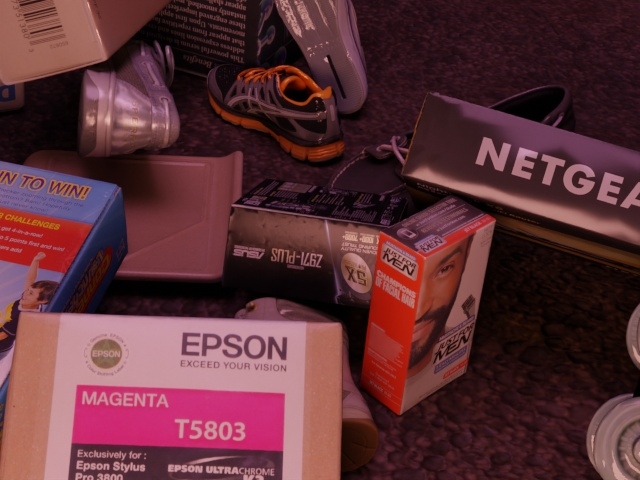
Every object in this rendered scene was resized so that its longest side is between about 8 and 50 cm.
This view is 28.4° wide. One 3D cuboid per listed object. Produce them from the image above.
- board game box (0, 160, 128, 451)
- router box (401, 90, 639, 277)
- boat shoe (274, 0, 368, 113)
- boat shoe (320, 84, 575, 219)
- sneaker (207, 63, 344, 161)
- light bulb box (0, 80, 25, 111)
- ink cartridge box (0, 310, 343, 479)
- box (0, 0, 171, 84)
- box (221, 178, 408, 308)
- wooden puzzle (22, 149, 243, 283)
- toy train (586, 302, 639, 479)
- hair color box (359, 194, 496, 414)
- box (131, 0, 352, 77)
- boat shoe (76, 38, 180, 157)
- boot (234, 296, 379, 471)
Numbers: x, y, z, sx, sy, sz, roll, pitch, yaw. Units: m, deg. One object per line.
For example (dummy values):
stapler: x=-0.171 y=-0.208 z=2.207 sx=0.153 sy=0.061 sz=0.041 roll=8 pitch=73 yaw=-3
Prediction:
board game box: x=-0.357 y=0.053 z=1.040 sx=0.308 sy=0.086 sz=0.302 roll=12 pitch=46 yaw=11
router box: x=0.237 y=-0.035 z=1.159 sx=0.309 sy=0.081 sz=0.243 roll=17 pitch=-3 yaw=9
boat shoe: x=0.000 y=-0.262 z=1.511 sx=0.083 sy=0.226 sz=0.076 roll=-11 pitch=19 yaw=14
boat shoe: x=0.138 y=-0.098 z=1.371 sx=0.335 sy=0.095 sz=0.112 roll=-17 pitch=39 yaw=-29
sneaker: x=-0.050 y=-0.168 z=1.468 sx=0.215 sy=0.083 sz=0.084 roll=29 pitch=42 yaw=35
light bulb box: x=-0.505 y=-0.366 z=1.461 sx=0.225 sy=0.361 sz=0.358 roll=-13 pitch=37 yaw=-26
ink cartridge box: x=-0.102 y=0.154 z=0.893 sx=0.235 sy=0.088 sz=0.193 roll=2 pitch=70 yaw=-3
box: x=-0.255 y=-0.289 z=1.359 sx=0.121 sy=0.148 sz=0.311 roll=-11 pitch=23 yaw=15
box: x=0.000 y=0.000 z=1.170 sx=0.147 sy=0.077 sz=0.180 roll=8 pitch=11 yaw=5
wooden puzzle: x=-0.198 y=-0.021 z=1.272 sx=0.239 sy=0.044 sz=0.221 roll=-2 pitch=34 yaw=-1
toy train: x=0.324 y=0.091 z=0.939 sx=0.190 sy=0.334 sz=0.142 roll=21 pitch=-3 yaw=11
hair color box: x=0.089 y=0.055 z=1.069 sx=0.093 sy=0.167 sz=0.053 roll=-27 pitch=45 yaw=-37
box: x=-0.096 y=-0.437 z=1.585 sx=0.212 sy=0.395 sz=0.293 roll=18 pitch=37 yaw=18
boat shoe: x=-0.199 y=-0.153 z=1.362 sx=0.103 sy=0.118 sz=0.320 roll=5 pitch=13 yaw=-6
boot: x=-0.069 y=0.115 z=1.044 sx=0.213 sy=0.077 sz=0.165 roll=3 pitch=34 yaw=-11
